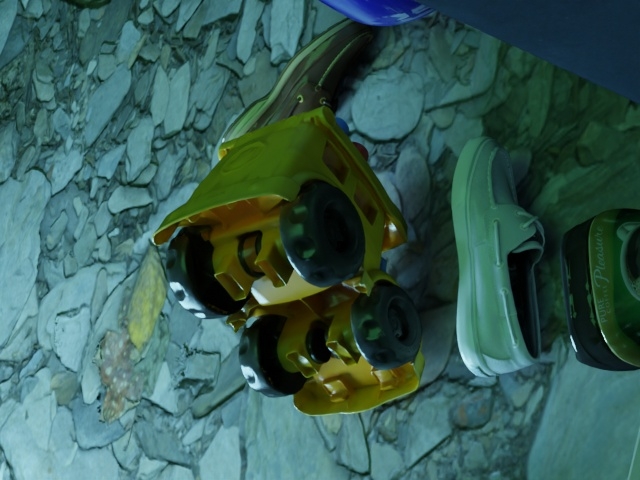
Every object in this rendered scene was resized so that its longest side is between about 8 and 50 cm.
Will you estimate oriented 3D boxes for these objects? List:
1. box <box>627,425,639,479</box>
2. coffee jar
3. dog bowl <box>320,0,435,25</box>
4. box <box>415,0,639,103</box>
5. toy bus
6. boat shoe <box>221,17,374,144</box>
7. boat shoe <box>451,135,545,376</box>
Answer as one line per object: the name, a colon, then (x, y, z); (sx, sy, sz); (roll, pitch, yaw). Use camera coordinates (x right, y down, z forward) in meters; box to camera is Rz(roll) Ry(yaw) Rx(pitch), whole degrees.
box: (0.261, 0.119, 1.048); (0.094, 0.113, 0.275); (9, 84, 52)
coffee jar: (0.221, 0.013, 0.985); (0.184, 0.079, 0.096); (-21, 64, 43)
dog bowl: (0.061, -0.317, 1.451); (0.265, 0.104, 0.265); (-25, 51, 36)
box: (0.145, -0.395, 1.093); (0.297, 0.480, 0.472); (-31, 54, 41)
toy bus: (0.000, 0.000, 1.395); (0.149, 0.220, 0.211); (-19, 30, 34)
boat shoe: (-0.010, -0.125, 1.543); (0.178, 0.064, 0.060); (-46, 77, 20)
boat shoe: (0.137, 0.008, 1.294); (0.063, 0.066, 0.184); (-11, 65, 35)
